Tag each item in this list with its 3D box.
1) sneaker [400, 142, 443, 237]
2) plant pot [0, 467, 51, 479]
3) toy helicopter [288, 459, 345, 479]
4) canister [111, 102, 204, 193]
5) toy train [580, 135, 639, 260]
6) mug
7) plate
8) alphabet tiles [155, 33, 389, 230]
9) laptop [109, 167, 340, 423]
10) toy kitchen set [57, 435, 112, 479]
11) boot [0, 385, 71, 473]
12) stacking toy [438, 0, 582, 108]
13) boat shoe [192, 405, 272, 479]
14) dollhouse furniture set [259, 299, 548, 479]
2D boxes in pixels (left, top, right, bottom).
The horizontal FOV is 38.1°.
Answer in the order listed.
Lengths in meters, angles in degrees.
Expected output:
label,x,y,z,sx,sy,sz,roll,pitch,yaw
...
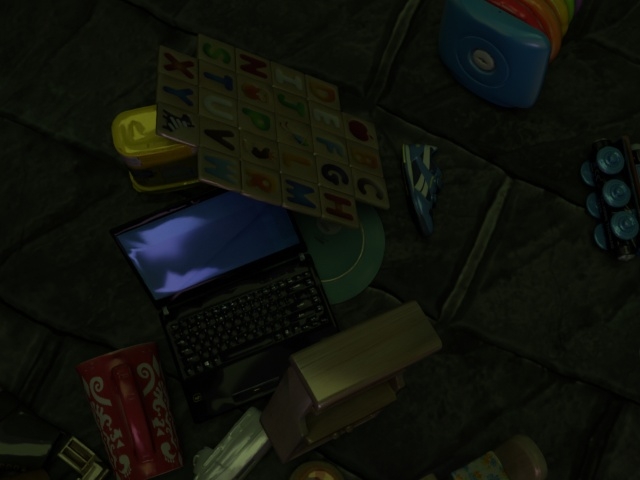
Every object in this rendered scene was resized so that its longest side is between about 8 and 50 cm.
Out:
label,x,y,z,sx,sy,sz,roll,pitch,yaw
sneaker,0.153,-0.076,1.341,0.059,0.053,0.144,-7,78,-5
plant pot,-0.426,0.403,1.143,0.254,0.237,0.237,-30,79,-21
toy helicopter,-0.083,0.435,1.180,0.235,0.140,0.355,40,66,14
canister,-0.214,-0.127,1.285,0.126,0.170,0.073,-11,77,-4
toy train,0.443,-0.061,1.334,0.105,0.080,0.184,-4,74,-11
mug,-0.254,0.232,1.217,0.113,0.150,0.169,-20,82,13
plate,0.000,0.000,1.335,0.188,0.024,0.188,0,77,0
alphabet tiles,-0.061,-0.152,1.260,0.343,0.011,0.285,17,44,-25
laptop,-0.118,0.078,1.242,0.234,0.136,0.264,-22,74,2
toy kitchen set,-0.326,0.308,1.224,0.075,0.083,0.068,37,78,7
boot,-0.441,0.304,1.231,0.137,0.077,0.198,30,79,1
stacking toy,0.322,-0.356,1.375,0.175,0.165,0.302,34,66,18
boat shoe,-0.136,0.300,1.243,0.063,0.066,0.184,40,81,21
dollhouse furniture set,0.107,0.312,1.096,0.362,0.256,0.394,-22,69,-24
